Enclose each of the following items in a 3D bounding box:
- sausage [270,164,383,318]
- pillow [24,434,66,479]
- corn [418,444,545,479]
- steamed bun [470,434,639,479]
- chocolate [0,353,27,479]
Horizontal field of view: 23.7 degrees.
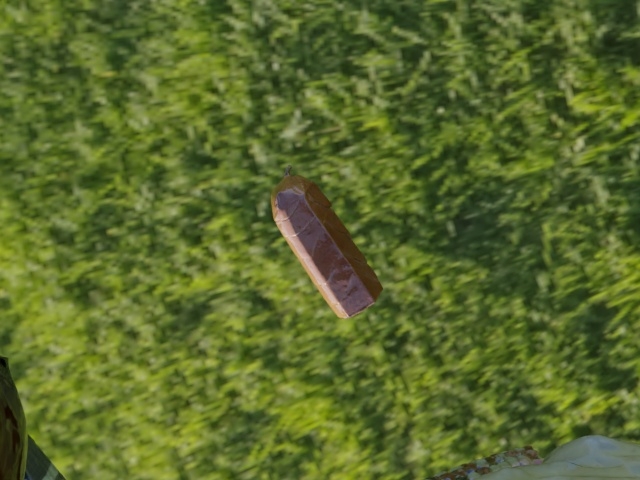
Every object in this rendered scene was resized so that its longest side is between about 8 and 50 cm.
[{"bbox_3d":[0.000,0.000,1.635,0.065,0.065,0.169,-22,109,38],"label":"sausage"},{"bbox_3d":[-0.208,0.187,0.876,0.161,0.092,0.335,-37,90,5],"label":"pillow"},{"bbox_3d":[0.067,0.246,1.254,0.092,0.280,0.092,160,90,-75],"label":"corn"},{"bbox_3d":[0.141,0.228,0.609,0.276,0.289,0.203,41,140,34],"label":"steamed bun"},{"bbox_3d":[-0.175,0.092,0.546,0.127,0.124,0.133,14,89,40],"label":"chocolate"}]
